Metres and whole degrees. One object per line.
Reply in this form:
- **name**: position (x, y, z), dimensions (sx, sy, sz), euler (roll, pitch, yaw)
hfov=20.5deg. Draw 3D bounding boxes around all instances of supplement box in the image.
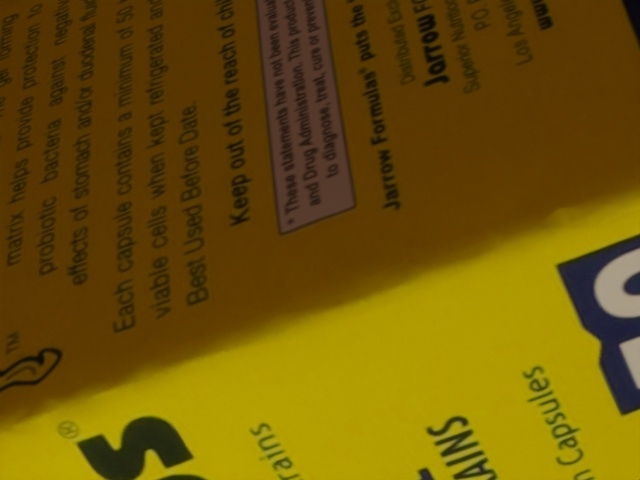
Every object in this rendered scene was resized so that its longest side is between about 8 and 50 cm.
- **supplement box**: position (-0.034, 0.044, 0.525), dimensions (0.356, 0.195, 0.194), euler (-21, 128, 11)
